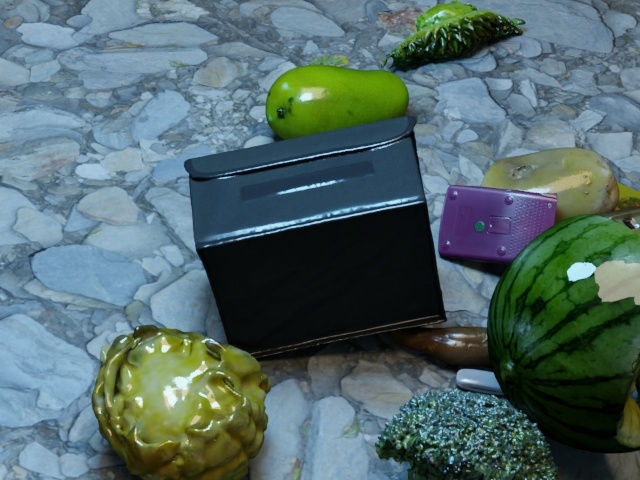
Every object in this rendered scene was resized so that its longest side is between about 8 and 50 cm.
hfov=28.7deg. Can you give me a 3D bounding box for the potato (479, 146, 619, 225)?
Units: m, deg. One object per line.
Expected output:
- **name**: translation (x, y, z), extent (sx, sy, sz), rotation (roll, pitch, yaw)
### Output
- **potato**: translation (0.376, -0.074, 2.076), extent (0.233, 0.146, 0.150), rotation (-8, 12, 13)

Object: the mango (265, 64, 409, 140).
- **mango**: translation (0.036, -0.246, 2.251), extent (0.293, 0.143, 0.175), rotation (-12, 36, -32)

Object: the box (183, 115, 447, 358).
- **box**: translation (0.000, -0.001, 1.836), extent (0.345, 0.251, 0.204), rotation (-12, 43, 1)

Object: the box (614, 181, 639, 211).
- **box**: translation (0.538, -0.053, 2.151), extent (0.155, 0.023, 0.087), rotation (28, 49, 25)

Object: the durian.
- **durian**: translation (0.259, -0.416, 2.487), extent (0.375, 0.107, 0.132), rotation (-17, 40, -29)

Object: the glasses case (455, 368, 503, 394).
- **glasses case**: translation (0.240, 0.207, 1.829), extent (0.083, 0.021, 0.032), rotation (8, 38, 5)

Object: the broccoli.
- **broccoli**: translation (0.191, 0.285, 1.624), extent (0.226, 0.176, 0.198), rotation (-19, 28, -12)

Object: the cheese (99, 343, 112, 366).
- **cheese**: translation (-0.280, 0.170, 1.825), extent (0.083, 0.030, 0.044), rotation (-5, 35, -18)

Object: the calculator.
- **calculator**: translation (0.281, -0.023, 2.009), extent (0.190, 0.127, 0.034), rotation (7, -4, 25)

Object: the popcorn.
- **popcorn**: translation (-0.176, 0.223, 1.656), extent (0.250, 0.190, 0.250), rotation (7, 43, -7)

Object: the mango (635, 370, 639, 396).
- **mango**: translation (0.549, 0.184, 1.773), extent (0.211, 0.173, 0.317), rotation (-1, 35, -6)

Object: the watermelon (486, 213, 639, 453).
- **watermelon**: translation (0.320, 0.128, 1.679), extent (0.189, 0.331, 0.331), rotation (-5, 41, -27)

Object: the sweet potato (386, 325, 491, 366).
- **sweet potato**: translation (0.212, 0.153, 1.866), extent (0.255, 0.058, 0.078), rotation (7, 25, 7)

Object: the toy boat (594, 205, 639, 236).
- **toy boat**: translation (0.557, 0.008, 2.012), extent (0.445, 0.136, 0.162), rotation (-9, 50, -21)
